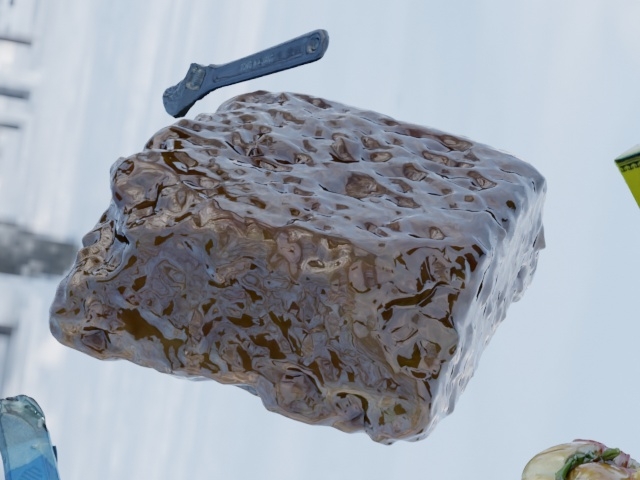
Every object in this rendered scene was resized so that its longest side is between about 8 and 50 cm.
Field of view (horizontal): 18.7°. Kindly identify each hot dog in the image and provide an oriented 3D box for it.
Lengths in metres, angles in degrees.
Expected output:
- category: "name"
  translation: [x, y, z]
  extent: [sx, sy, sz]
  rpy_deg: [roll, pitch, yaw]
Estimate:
- category: "hot dog"
  translation: [0.191, 0.163, 1.125]
  extent: [0.104, 0.250, 0.076]
  rpy_deg: [40, 92, 34]

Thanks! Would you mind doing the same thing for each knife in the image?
- category: "knife"
  translation: [-0.193, 0.246, 1.427]
  extent: [0.026, 0.044, 0.297]
  rpy_deg: [71, -177, -75]

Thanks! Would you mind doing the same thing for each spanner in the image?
- category: "spanner"
  translation: [-0.064, -0.137, 1.581]
  extent: [0.208, 0.012, 0.046]
  rpy_deg: [-12, 65, 47]

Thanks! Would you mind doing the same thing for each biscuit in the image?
- category: "biscuit"
  translation: [0.000, 0.000, 1.662]
  extent: [0.395, 0.342, 0.166]
  rpy_deg: [-48, -27, -63]

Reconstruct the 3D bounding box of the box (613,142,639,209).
- category: "box"
  translation: [0.343, 0.036, 1.446]
  extent: [0.153, 0.041, 0.279]
  rpy_deg: [-20, 102, 56]
